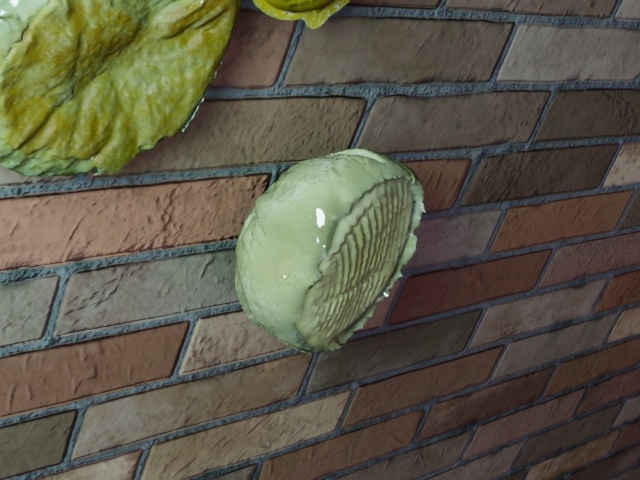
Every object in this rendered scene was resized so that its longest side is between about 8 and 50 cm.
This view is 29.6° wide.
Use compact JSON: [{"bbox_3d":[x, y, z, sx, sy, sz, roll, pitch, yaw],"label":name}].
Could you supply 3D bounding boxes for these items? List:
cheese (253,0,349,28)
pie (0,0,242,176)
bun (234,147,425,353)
[{"bbox_3d":[-0.018,-0.316,1.142,0.177,0.069,0.270,-42,142,-17],"label":"cheese"},{"bbox_3d":[-0.189,-0.178,1.069,0.306,0.071,0.306,-33,147,-25],"label":"pie"},{"bbox_3d":[0.000,0.000,1.403,0.259,0.152,0.259,-44,151,-32],"label":"bun"}]
